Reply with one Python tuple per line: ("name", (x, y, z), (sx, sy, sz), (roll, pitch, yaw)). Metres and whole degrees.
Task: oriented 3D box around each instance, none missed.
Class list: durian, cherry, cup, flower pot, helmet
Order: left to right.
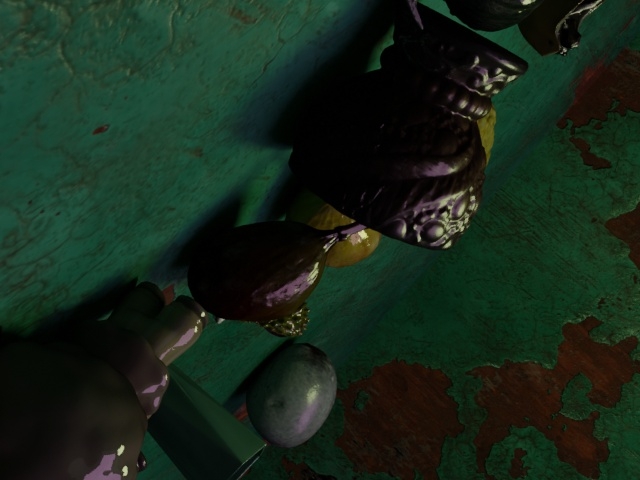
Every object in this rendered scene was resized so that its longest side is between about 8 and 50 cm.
("cup", (-0.227, 0.331, 1.504), (0.148, 0.235, 0.134), (-48, 167, -3))
("durian", (-0.058, 0.133, 1.712), (0.119, 0.108, 0.186), (-51, 166, 21))
("cherry", (-0.076, 0.408, 2.247), (0.255, 0.218, 0.296), (-22, 142, -61))
("flower pot", (0.126, -0.163, 1.144), (0.267, 0.266, 0.266), (-63, 162, 17))
("helmet", (0.414, -0.429, 1.469), (0.198, 0.130, 0.224), (-33, 151, -57))

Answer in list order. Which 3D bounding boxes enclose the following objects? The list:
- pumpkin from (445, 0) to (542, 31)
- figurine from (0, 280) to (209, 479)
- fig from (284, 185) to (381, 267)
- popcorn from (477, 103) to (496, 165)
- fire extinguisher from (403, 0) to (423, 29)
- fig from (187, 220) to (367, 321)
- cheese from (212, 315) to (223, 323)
("pumpkin", (0.234, -0.363, 1.066), (0.211, 0.152, 0.211), (-48, 180, 0))
("figurine", (-0.275, 0.185, 1.008), (0.380, 0.248, 0.203), (-51, 169, -50))
("fig", (0.018, -0.045, 1.317), (0.159, 0.159, 0.257), (-44, 170, -8))
("popcorn", (0.208, -0.186, 1.487), (0.225, 0.173, 0.286), (-60, 157, -7))
("fire extinguisher", (0.176, -0.381, 0.932), (0.114, 0.095, 0.311), (27, 112, -36))
("fig", (-0.049, 0.029, 1.225), (0.274, 0.146, 0.170), (-24, 165, 10))
("cheese", (-0.104, 0.073, 1.524), (0.235, 0.050, 0.127), (-37, 164, -34))
